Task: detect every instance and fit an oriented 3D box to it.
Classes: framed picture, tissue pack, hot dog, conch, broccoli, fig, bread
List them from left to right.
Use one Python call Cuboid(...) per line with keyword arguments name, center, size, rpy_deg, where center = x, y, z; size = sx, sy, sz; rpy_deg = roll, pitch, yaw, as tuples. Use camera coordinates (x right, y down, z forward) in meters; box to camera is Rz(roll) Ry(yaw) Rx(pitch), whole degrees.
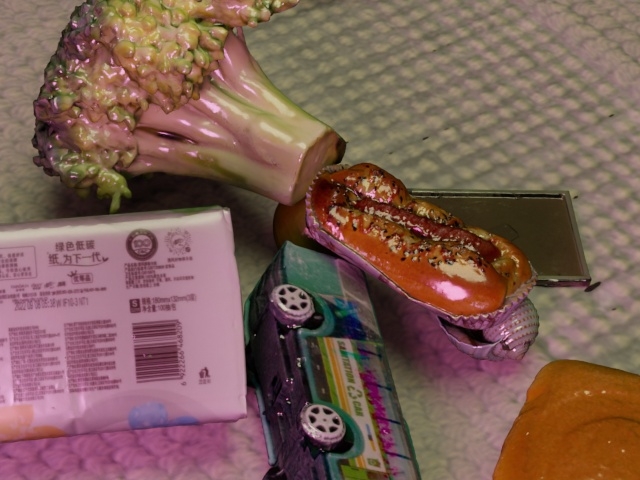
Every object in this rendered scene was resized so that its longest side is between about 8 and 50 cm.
Cuboid(name="tissue pack", center=(-0.181, 0.064, 1.422), size=(0.229, 0.145, 0.159), rpy_deg=(-5, 88, -13))
Cuboid(name="broccoli", center=(-0.089, -0.123, 1.557), size=(0.243, 0.247, 0.263), rpy_deg=(33, 86, 18))
Cuboid(name="fig", center=(0.000, 0.000, 1.557), size=(0.074, 0.074, 0.088), rpy_deg=(-10, 74, -17))
Cuboid(name="hot dog", center=(0.074, 0.002, 1.481), size=(0.191, 0.059, 0.108), rpy_deg=(28, 38, 15))
Cuboid(name="conch", center=(0.130, 0.064, 1.518), size=(0.076, 0.057, 0.085), rpy_deg=(-23, 44, -11))
Cuboid(name="framed picture", center=(0.146, -0.004, 1.622), size=(0.149, 0.011, 0.109), rpy_deg=(1, 44, -6))
Cuboid(name="bread", center=(0.199, 0.199, 1.342), size=(0.174, 0.121, 0.245), rpy_deg=(15, 42, 10))

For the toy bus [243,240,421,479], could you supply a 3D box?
Cuboid(name="toy bus", center=(0.002, 0.118, 1.414), size=(0.109, 0.091, 0.262), rpy_deg=(14, 41, -26))
